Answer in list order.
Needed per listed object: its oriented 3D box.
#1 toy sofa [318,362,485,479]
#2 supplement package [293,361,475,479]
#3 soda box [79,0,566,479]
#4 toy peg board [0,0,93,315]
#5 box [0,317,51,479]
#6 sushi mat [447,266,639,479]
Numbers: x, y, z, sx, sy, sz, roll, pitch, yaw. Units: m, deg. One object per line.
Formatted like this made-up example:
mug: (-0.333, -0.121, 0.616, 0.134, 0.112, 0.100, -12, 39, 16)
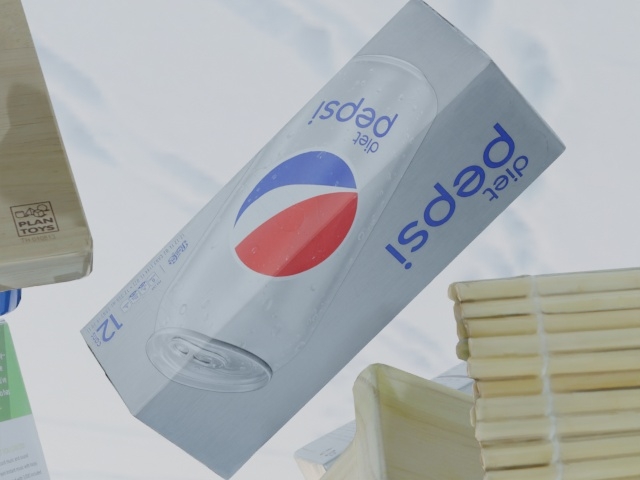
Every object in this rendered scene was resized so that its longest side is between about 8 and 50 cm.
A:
toy sofa: (-0.001, 0.239, 0.760, 0.150, 0.177, 0.362, 22, 127, -22)
supplement package: (0.091, 0.138, 1.126, 0.179, 0.105, 0.105, -27, -179, -12)
soda box: (0.000, 0.000, 1.061, 0.098, 0.286, 0.091, 43, -176, -42)
toy peg board: (-0.179, -0.016, 0.663, 0.161, 0.161, 0.079, -8, 138, -17)
box: (-0.241, 0.219, 1.195, 0.058, 0.322, 0.232, -15, 176, 18)
sushi mat: (0.194, 0.072, 0.505, 0.316, 0.151, 0.019, -4, 162, -15)
